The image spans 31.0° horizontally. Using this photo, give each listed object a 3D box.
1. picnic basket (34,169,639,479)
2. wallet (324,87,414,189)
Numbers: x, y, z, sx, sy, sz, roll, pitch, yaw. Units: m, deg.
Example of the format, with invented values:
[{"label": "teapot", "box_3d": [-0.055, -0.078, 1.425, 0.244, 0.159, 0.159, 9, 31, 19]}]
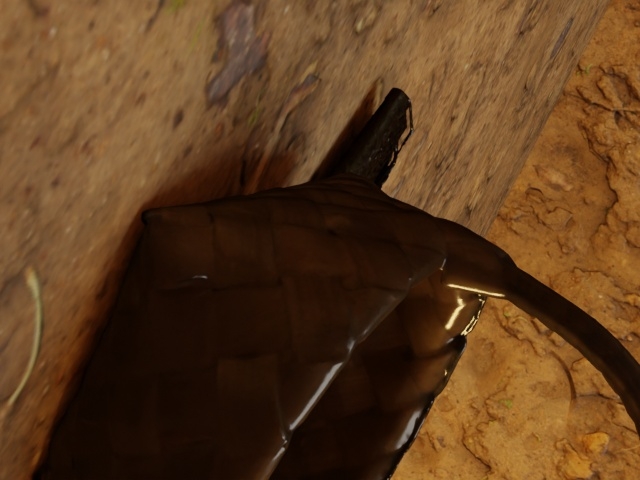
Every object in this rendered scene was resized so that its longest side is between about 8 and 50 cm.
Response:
[{"label": "picnic basket", "box_3d": [0.045, 0.133, 0.683, 0.293, 0.337, 0.337, -66, 168, 18]}, {"label": "wallet", "box_3d": [0.000, 0.000, 0.927, 0.243, 0.039, 0.133, -57, 169, -22]}]
